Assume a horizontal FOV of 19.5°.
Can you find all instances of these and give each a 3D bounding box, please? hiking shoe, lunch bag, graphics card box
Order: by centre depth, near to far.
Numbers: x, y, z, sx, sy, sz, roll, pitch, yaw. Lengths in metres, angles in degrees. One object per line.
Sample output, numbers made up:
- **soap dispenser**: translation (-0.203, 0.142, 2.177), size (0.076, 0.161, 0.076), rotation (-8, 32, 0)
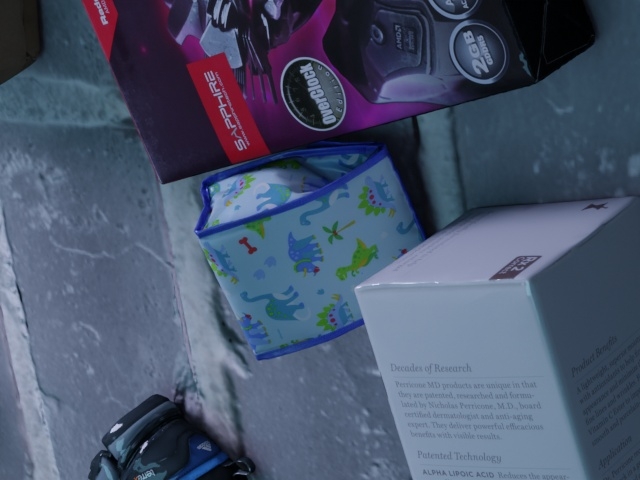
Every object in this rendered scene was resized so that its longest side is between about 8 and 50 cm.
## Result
- **graphics card box**: translation (-0.012, -0.187, 1.302), size (0.371, 0.094, 0.232), rotation (-12, 105, 41)
- **lunch bag**: translation (0.000, 0.000, 1.373), size (0.151, 0.096, 0.129), rotation (-17, 123, 14)
- **hiking shoe**: translation (-0.150, 0.287, 1.652), size (0.132, 0.113, 0.304), rotation (32, 129, 23)

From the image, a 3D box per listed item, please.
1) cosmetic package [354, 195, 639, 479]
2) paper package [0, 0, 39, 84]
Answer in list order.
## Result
- **cosmetic package**: translation (0.145, 0.082, 1.278), size (0.151, 0.151, 0.183), rotation (-5, 109, 41)
- **paper package**: translation (-0.402, -0.282, 1.515), size (0.325, 0.168, 0.309), rotation (19, 123, 30)
